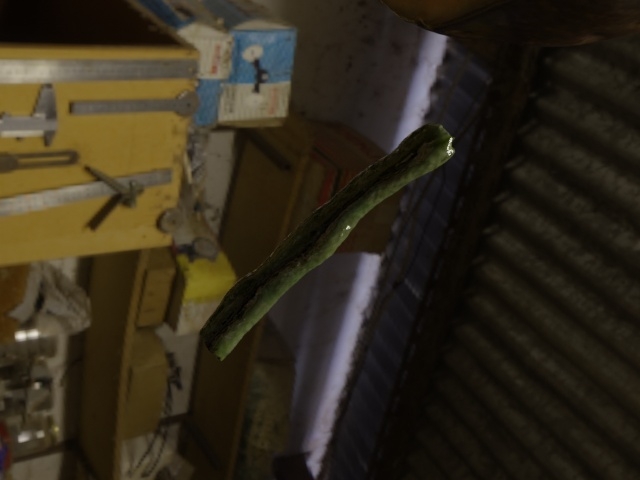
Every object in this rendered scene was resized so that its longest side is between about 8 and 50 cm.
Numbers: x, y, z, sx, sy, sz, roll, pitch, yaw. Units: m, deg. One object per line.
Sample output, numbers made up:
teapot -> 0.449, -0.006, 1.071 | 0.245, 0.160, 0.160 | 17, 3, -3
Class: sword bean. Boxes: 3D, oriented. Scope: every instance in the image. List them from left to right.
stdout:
sword bean -> 0.000, -0.001, 0.726 | 0.269, 0.038, 0.043 | -42, -100, 11

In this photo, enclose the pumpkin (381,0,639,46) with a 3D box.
pumpkin -> 0.160, -0.147, 0.407 | 0.312, 0.169, 0.148 | -12, -118, 62
